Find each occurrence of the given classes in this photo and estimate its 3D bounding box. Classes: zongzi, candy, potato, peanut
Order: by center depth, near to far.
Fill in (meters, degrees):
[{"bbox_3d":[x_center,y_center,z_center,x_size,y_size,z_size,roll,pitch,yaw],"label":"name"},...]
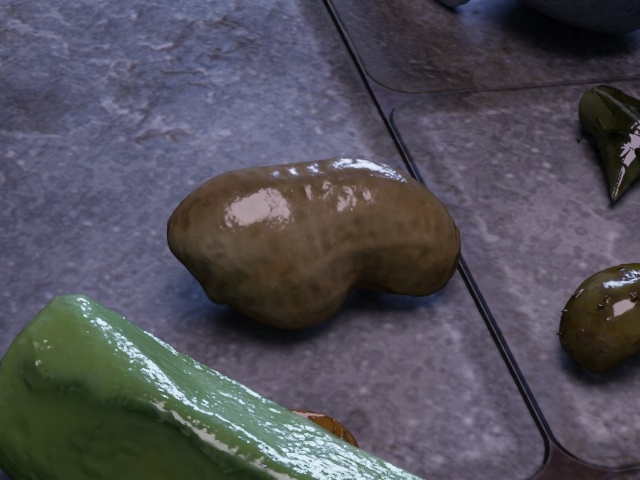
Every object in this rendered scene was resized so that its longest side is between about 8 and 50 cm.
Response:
[{"bbox_3d":[-0.071,0.166,0.988,0.343,0.142,0.132,28,33,19],"label":"candy"},{"bbox_3d":[0.252,0.056,1.204,0.091,0.070,0.138,-4,21,48],"label":"potato"},{"bbox_3d":[0.000,0.000,1.204,0.253,0.137,0.122,-10,1,-20],"label":"peanut"},{"bbox_3d":[0.274,-0.096,1.409,0.109,0.055,0.119,33,58,30],"label":"zongzi"}]

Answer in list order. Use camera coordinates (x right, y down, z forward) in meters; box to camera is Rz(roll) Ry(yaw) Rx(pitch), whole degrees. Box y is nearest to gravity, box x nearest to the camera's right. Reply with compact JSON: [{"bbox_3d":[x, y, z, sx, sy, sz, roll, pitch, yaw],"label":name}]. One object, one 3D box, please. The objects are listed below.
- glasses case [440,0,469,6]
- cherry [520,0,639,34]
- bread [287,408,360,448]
[{"bbox_3d":[0.120,-0.327,1.639,0.045,0.067,0.178,-16,45,-22],"label":"glasses case"},{"bbox_3d":[0.294,-0.339,1.571,0.296,0.218,0.255,17,39,27],"label":"cherry"},{"bbox_3d":[-0.021,0.166,1.075,0.110,0.024,0.110,3,40,-3],"label":"bread"}]
